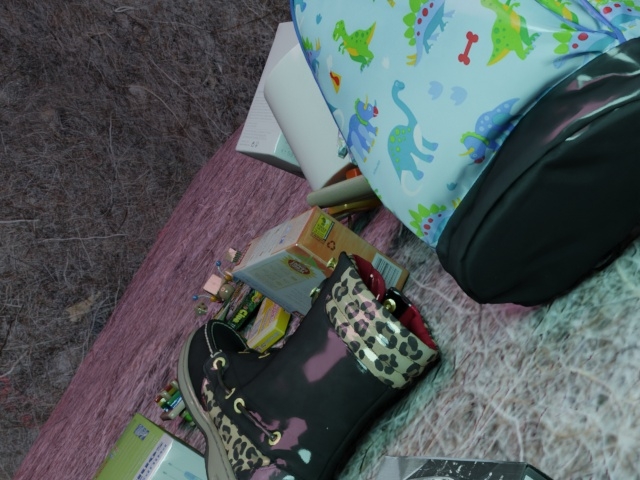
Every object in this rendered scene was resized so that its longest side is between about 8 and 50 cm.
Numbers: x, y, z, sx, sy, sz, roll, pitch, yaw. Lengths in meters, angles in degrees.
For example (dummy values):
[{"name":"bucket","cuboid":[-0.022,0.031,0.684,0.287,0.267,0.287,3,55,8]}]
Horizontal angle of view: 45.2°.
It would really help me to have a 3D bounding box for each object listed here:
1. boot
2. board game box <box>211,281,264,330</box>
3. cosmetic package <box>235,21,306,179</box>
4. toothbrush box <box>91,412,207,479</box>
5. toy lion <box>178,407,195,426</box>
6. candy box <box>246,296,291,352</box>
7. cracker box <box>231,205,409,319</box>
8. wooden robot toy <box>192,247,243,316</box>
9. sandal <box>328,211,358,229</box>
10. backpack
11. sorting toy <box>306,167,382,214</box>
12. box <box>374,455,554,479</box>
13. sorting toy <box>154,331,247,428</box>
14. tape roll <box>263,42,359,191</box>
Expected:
[{"name":"boot","cuboid":[-0.029,0.138,0.911,0.284,0.138,0.377,-50,26,9]},{"name":"board game box","cuboid":[-0.163,0.132,1.498,0.260,0.030,0.136,-50,17,33]},{"name":"cosmetic package","cuboid":[0.017,-0.210,1.260,0.138,0.224,0.225,15,87,56]},{"name":"toothbrush box","cuboid":[-0.251,0.380,1.100,0.206,0.122,0.283,-58,16,-17]},{"name":"toy lion","cuboid":[-0.195,0.273,1.341,0.100,0.034,0.096,-30,21,56]},{"name":"candy box","cuboid":[-0.073,0.106,1.343,0.105,0.027,0.206,-40,21,39]},{"name":"cracker box","cuboid":[-0.008,0.044,1.054,0.232,0.155,0.067,-23,36,60]},{"name":"wooden robot toy","cuboid":[-0.208,0.106,1.706,0.079,0.076,0.173,23,73,37]},{"name":"sandal","cuboid":[0.000,0.000,1.284,0.219,0.060,0.090,-35,4,8]},{"name":"backpack","cuboid":[0.130,-0.162,0.666,0.290,0.273,0.356,125,144,-46]},{"name":"sorting toy","cuboid":[0.104,-0.081,0.942,0.347,0.195,0.047,-14,85,56]},{"name":"box","cuboid":[0.067,0.271,0.548,0.183,0.056,0.231,-23,34,60]},{"name":"sorting toy","cuboid":[-0.251,0.268,1.390,0.274,0.046,0.132,-47,4,-22]},{"name":"tape roll","cuboid":[0.066,-0.180,1.040,0.246,0.169,0.246,-26,-10,-5]}]
